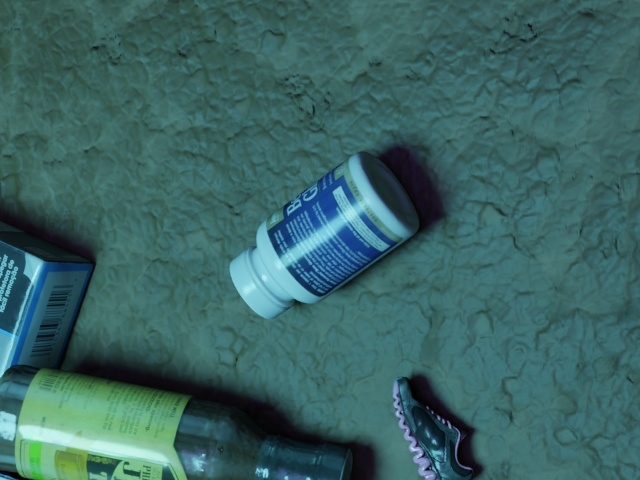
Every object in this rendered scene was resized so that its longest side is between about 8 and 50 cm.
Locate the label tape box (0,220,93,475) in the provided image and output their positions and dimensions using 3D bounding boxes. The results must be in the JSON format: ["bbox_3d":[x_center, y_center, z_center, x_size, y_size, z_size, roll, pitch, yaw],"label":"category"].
[{"bbox_3d":[-0.431,0.074,1.638,0.333,0.106,0.241,22,98,21],"label":"label tape box"}]

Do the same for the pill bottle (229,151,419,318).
[{"bbox_3d":[0.000,0.000,1.461,0.169,0.094,0.094,-36,77,19],"label":"pill bottle"}]

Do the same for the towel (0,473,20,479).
[{"bbox_3d":[-0.291,0.315,1.560,0.285,0.034,0.209,8,130,21],"label":"towel"}]

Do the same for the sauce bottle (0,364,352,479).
[{"bbox_3d":[-0.144,0.198,1.490,0.344,0.111,0.111,9,94,10],"label":"sauce bottle"}]

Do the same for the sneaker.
[{"bbox_3d":[0.105,0.178,1.450,0.057,0.047,0.119,-23,84,5],"label":"sneaker"}]
